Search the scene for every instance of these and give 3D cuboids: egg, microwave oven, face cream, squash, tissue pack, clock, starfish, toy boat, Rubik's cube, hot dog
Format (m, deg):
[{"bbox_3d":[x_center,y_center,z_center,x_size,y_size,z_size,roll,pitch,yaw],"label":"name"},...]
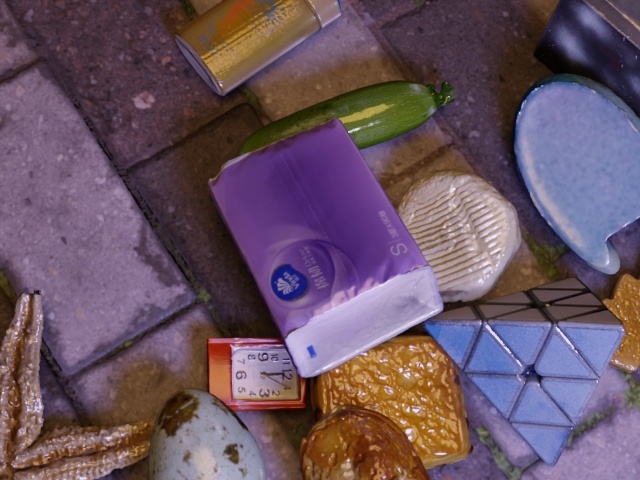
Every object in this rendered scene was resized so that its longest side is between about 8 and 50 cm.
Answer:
[{"bbox_3d":[-0.167,0.326,1.789,0.169,0.169,0.231,-18,88,-9],"label":"egg"},{"bbox_3d":[0.634,-0.317,2.023,0.374,0.236,0.432,-43,79,-15],"label":"microwave oven"},{"bbox_3d":[-0.094,-0.371,2.082,0.285,0.067,0.139,-36,80,-14],"label":"face cream"},{"bbox_3d":[0.041,-0.189,2.015,0.378,0.101,0.101,-19,74,-6],"label":"squash"},{"bbox_3d":[0.000,0.000,1.860,0.242,0.160,0.338,-27,55,-4],"label":"tissue pack"},{"bbox_3d":[-0.097,0.208,1.897,0.155,0.061,0.113,0,72,-7],"label":"clock"},{"bbox_3d":[-0.456,0.264,1.841,0.432,0.082,0.324,-27,77,-14],"label":"starfish"},{"bbox_3d":[0.441,-0.118,2.004,0.215,0.123,0.330,-38,82,20],"label":"toy boat"},{"bbox_3d":[0.335,0.164,1.866,0.228,0.233,0.229,-42,54,6],"label":"Rubik's cube"},{"bbox_3d":[0.070,0.360,1.733,0.175,0.114,0.259,-29,62,16],"label":"hot dog"}]

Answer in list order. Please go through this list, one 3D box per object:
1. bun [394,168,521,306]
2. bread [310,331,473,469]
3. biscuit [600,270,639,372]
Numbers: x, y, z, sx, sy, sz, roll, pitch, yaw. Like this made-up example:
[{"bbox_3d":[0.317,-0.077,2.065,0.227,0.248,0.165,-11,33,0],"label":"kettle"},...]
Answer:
[{"bbox_3d":[0.207,0.000,1.944,0.220,0.134,0.220,-5,77,24],"label":"bun"},{"bbox_3d":[0.102,0.250,1.878,0.235,0.099,0.210,-6,74,-12],"label":"bread"},{"bbox_3d":[0.521,0.132,1.971,0.238,0.041,0.212,-20,80,-10],"label":"biscuit"}]
